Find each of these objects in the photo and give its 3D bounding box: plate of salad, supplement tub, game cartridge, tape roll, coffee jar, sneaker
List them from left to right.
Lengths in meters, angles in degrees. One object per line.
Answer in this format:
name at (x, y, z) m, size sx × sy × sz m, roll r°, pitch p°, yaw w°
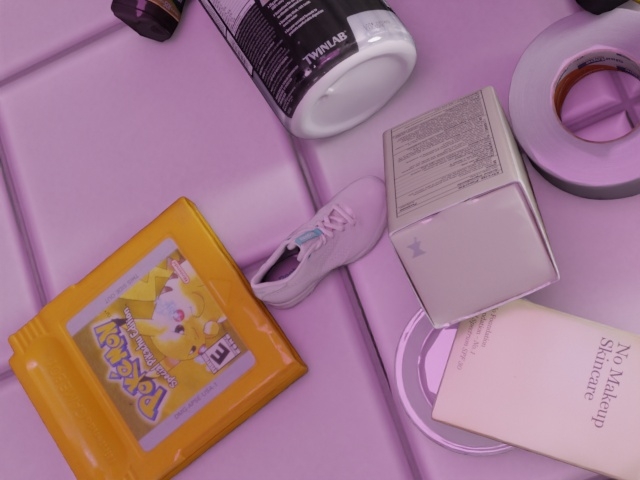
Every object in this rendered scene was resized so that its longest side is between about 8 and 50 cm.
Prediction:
game cartridge at (-0.219, 0.149, 1.687) m, size 0.323 × 0.052 × 0.285 m, roll -39°, pitch 69°, yaw 5°
coffee jar at (-0.210, -0.363, 1.774) m, size 0.079 × 0.096 × 0.184 m, roll 21°, pitch 86°, yaw 23°
supplement tub at (-0.037, -0.299, 1.652) m, size 0.193 × 0.193 × 0.316 m, roll -35°, pitch 70°, yaw 8°
sneaker at (0.000, 0.000, 1.627) m, size 0.212 × 0.094 × 0.080 m, roll -46°, pitch 68°, yaw 3°
plate of salad at (0.186, 0.152, 1.554) m, size 0.199 × 0.048 × 0.200 m, roll -1°, pitch 82°, yaw 8°
tape roll at (0.336, -0.160, 1.567) m, size 0.219 × 0.072 × 0.219 m, roll -4°, pitch 76°, yaw 17°

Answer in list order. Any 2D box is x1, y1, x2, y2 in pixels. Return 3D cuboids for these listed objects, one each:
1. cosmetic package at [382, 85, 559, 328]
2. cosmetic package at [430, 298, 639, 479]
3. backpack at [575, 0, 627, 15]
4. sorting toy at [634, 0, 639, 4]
cosmetic package at (0.160, -0.045, 1.473) m, size 0.153 × 0.296 × 0.129 m, roll -22°, pitch 112°, yaw 13°
cosmetic package at (0.291, 0.170, 1.456) m, size 0.309 × 0.113 × 0.160 m, roll 16°, pitch 85°, yaw 10°
backpack at (0.324, -0.496, 1.557) m, size 0.290 × 0.273 × 0.356 m, roll -36°, pitch 43°, yaw 18°
sorting toy at (0.493, -0.345, 1.558) m, size 0.274 × 0.046 × 0.132 m, roll -30°, pitch 66°, yaw 3°
